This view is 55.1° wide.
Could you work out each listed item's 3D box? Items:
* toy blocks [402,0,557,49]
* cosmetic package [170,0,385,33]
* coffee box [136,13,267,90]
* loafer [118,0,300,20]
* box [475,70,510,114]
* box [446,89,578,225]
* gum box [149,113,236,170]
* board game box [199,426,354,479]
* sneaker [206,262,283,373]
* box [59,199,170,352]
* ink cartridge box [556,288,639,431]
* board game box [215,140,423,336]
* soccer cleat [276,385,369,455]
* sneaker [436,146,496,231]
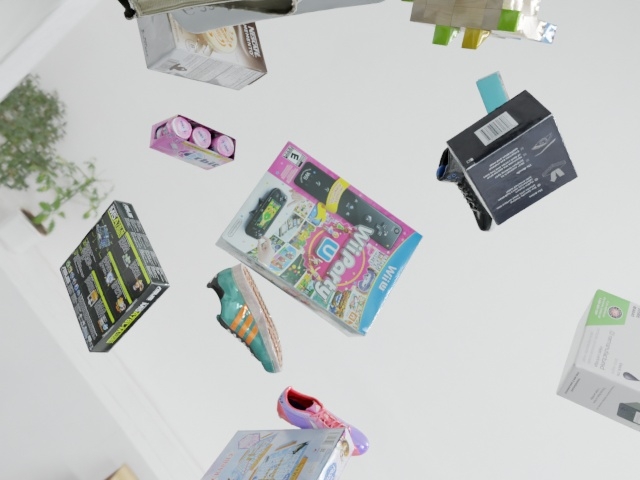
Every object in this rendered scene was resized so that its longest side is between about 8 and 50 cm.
[{"bbox_3d":[0.431,-0.588,1.597,0.261,0.190,0.381,-5,23,-39],"label":"toy blocks"},{"bbox_3d":[-0.087,-0.499,0.661,0.330,0.327,0.393,4,-28,34],"label":"cosmetic package"},{"bbox_3d":[-0.239,-0.408,1.257,0.247,0.098,0.141,-3,76,-52],"label":"coffee box"},{"bbox_3d":[-0.131,-0.213,0.496,0.094,0.251,0.087,140,-44,-78],"label":"loafer"},{"bbox_3d":[0.484,-0.320,1.618,0.244,0.060,0.100,66,24,-10],"label":"box"},{"bbox_3d":[0.320,-0.135,1.026,0.158,0.156,0.093,48,15,-40],"label":"box"},{"bbox_3d":[-0.313,-0.238,1.494,0.188,0.107,0.062,18,67,-45],"label":"gum box"},{"bbox_3d":[-0.126,0.540,1.345,0.319,0.318,0.065,-45,119,-55],"label":"board game box"},{"bbox_3d":[-0.195,0.215,1.592,0.108,0.121,0.302,-29,96,-83],"label":"sneaker"},{"bbox_3d":[-0.353,0.060,1.034,0.045,0.184,0.190,19,31,-55],"label":"box"},{"bbox_3d":[0.595,0.236,1.099,0.273,0.198,0.114,22,-40,18],"label":"ink cartridge box"},{"bbox_3d":[0.000,0.000,1.112,0.303,0.224,0.097,35,-18,-8],"label":"board game box"},{"bbox_3d":[0.007,0.437,1.477,0.248,0.083,0.095,26,-47,12],"label":"soccer cleat"},{"bbox_3d":[0.312,-0.116,1.337,0.079,0.121,0.216,-154,-126,-72],"label":"sneaker"}]
